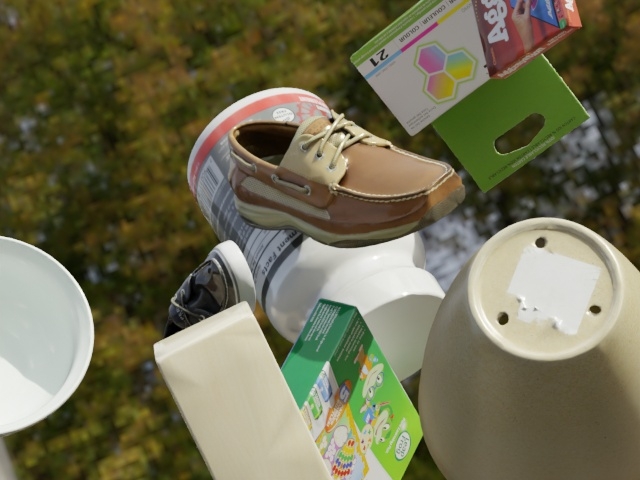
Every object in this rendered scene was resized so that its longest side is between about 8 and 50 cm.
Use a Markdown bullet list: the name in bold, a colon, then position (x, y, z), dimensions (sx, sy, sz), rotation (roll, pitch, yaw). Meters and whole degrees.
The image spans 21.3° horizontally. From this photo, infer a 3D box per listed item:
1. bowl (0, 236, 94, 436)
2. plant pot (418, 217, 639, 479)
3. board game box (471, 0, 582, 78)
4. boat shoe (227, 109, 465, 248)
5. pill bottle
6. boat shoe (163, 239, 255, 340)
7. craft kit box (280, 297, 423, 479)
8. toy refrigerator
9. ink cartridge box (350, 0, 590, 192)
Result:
- **bowl**: position (-0.459, 0.152, 2.295), dimensions (0.298, 0.298, 0.134), rotation (-16, -24, -19)
- **plant pot**: position (0.201, 0.092, 1.488), dimensions (0.256, 0.256, 0.274), rotation (-23, -26, -2)
- **board game box**: position (0.219, -0.347, 1.991), dimensions (0.027, 0.281, 0.145), rotation (-1, -19, -33)
- **boat shoe**: position (0.007, -0.073, 1.826), dimensions (0.324, 0.120, 0.122), rotation (5, 35, 45)
- **pill bottle**: position (0.000, 0.000, 2.063), dimensions (0.210, 0.363, 0.210), rotation (-21, -38, -17)
- **boat shoe**: position (-0.131, 0.073, 1.859), dimensions (0.076, 0.080, 0.228), rotation (-23, -13, -23)
- **craft kit box**: position (0.007, 0.234, 1.832), dimensions (0.250, 0.061, 0.246), rotation (-61, -34, -27)
- **toy refrigerator**: position (-0.056, 0.203, 1.622), dimensions (0.102, 0.269, 0.094), rotation (-26, 10, -3)
- **ink cartridge box**: position (0.195, -0.198, 2.179), dimensions (0.189, 0.255, 0.097), rotation (-37, 5, 23)
